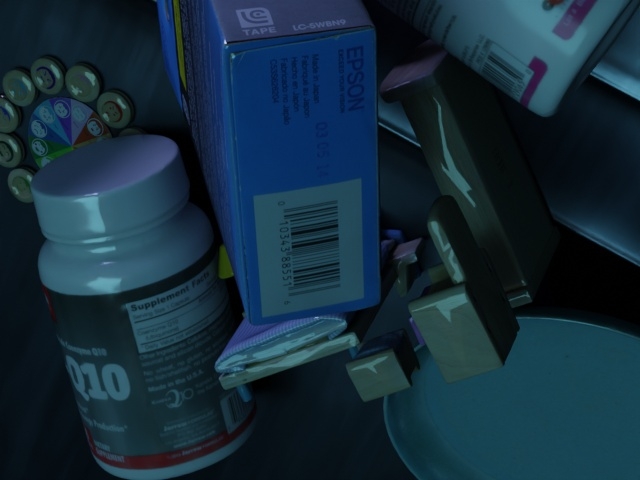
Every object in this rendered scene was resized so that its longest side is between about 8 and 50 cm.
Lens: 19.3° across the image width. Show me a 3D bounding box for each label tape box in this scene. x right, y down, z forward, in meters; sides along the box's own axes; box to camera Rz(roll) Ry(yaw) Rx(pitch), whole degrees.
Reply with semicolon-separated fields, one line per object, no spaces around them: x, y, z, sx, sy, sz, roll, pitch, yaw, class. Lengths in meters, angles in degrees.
-0.046;-0.138;1.371;0.106;0.333;0.240;-10;130;-9;label tape box

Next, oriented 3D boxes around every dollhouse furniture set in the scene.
0.000;0.000;1.505;0.303;0.286;0.198;-20;105;24;dollhouse furniture set

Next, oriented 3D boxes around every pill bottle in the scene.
-0.163;0.059;1.703;0.161;0.161;0.283;1;117;29;pill bottle
0.103;-0.235;1.400;0.283;0.160;0.160;37;127;7;pill bottle

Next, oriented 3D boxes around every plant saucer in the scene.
0.211;0.156;1.569;0.318;0.043;0.317;11;139;10;plant saucer

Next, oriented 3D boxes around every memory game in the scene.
-0.235;-0.085;1.763;0.186;0.012;0.186;13;120;23;memory game
